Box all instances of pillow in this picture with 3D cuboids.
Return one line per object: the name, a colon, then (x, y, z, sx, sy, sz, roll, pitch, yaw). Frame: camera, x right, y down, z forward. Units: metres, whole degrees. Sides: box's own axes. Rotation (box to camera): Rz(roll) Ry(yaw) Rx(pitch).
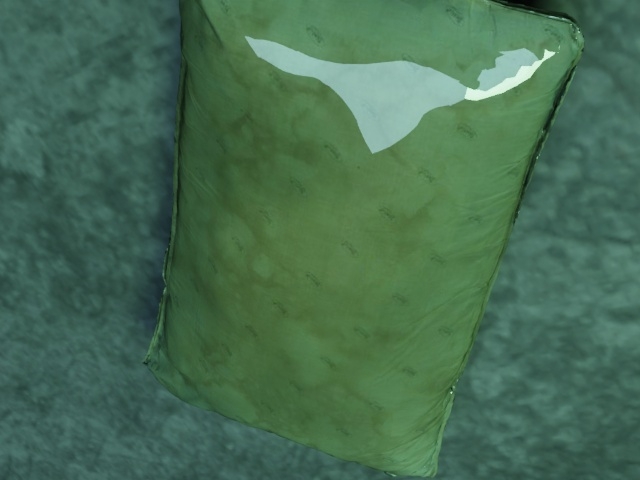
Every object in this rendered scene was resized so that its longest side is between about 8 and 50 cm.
pillow: (0.000, 0.000, 0.513, 0.185, 0.075, 0.302, 19, 129, 10)
